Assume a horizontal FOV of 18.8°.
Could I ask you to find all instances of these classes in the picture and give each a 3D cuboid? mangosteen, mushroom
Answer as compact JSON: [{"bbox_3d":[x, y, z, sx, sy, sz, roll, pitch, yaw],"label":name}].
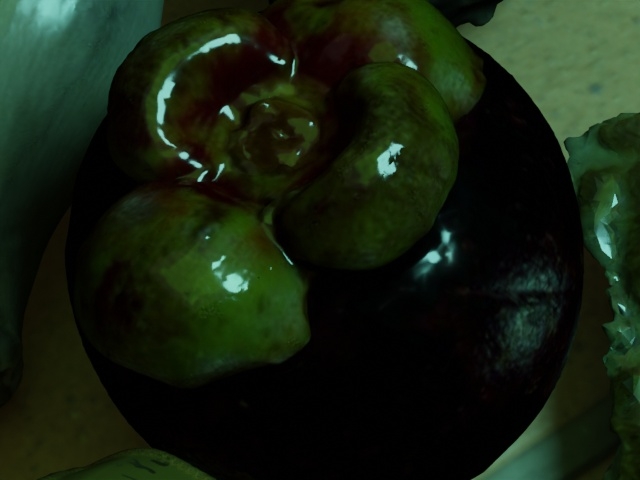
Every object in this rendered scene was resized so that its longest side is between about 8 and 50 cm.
[{"bbox_3d":[0.000,0.000,0.705,0.209,0.210,0.210,-1,62,1],"label":"mangosteen"},{"bbox_3d":[-0.120,-0.039,0.757,0.093,0.116,0.225,4,70,28],"label":"mushroom"}]

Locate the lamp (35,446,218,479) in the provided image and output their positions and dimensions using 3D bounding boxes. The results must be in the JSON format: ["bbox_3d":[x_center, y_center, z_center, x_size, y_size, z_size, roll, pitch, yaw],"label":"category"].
[{"bbox_3d":[-0.044,0.167,0.647,0.185,0.161,0.161,30,67,14],"label":"lamp"}]

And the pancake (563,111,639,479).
[{"bbox_3d":[0.219,0.104,0.676,0.304,0.067,0.427,-1,72,26],"label":"pancake"}]

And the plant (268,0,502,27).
[{"bbox_3d":[0.047,-0.188,0.816,0.234,0.204,0.178,-30,63,-5],"label":"plant"}]
